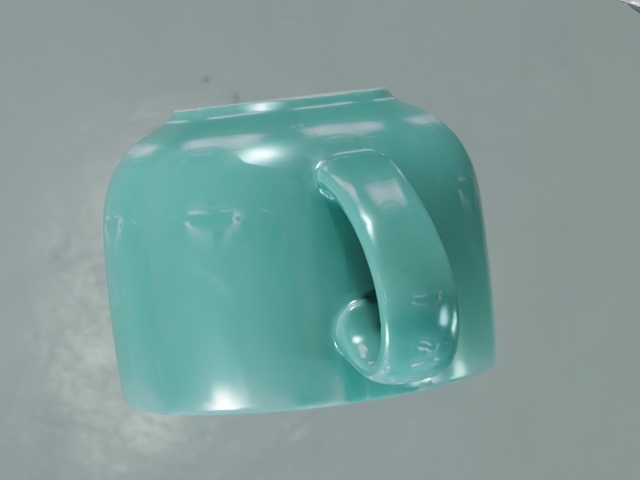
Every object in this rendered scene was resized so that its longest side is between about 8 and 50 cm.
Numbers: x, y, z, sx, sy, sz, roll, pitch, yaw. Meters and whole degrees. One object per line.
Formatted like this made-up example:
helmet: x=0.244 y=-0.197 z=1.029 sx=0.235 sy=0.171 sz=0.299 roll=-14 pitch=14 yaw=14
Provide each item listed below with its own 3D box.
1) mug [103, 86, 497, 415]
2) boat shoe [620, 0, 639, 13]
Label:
mug: x=0.002 y=-0.001 z=0.655 sx=0.129 sy=0.157 sz=0.097 roll=-11 pitch=96 yaw=-53
boat shoe: x=0.239 y=-0.154 z=1.215 sx=0.065 sy=0.206 sz=0.075 roll=-12 pitch=131 yaw=-61
